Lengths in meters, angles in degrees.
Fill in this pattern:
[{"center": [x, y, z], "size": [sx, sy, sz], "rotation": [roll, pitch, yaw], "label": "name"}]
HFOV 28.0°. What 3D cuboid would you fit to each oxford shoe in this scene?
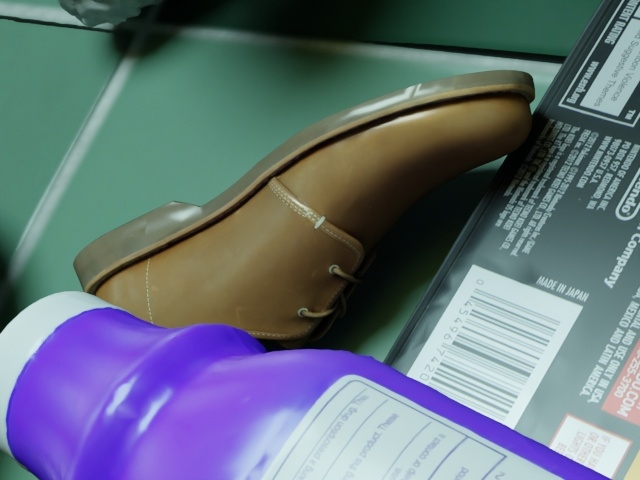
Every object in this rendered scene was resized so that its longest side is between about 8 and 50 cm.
[{"center": [0.000, 0.000, 0.520], "size": [0.212, 0.076, 0.076], "rotation": [-29, 72, 23], "label": "oxford shoe"}]

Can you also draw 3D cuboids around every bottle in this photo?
[{"center": [0.004, 0.096, 0.396], "size": [0.283, 0.092, 0.118], "rotation": [23, 76, 35], "label": "bottle"}]

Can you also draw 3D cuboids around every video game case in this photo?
[{"center": [0.161, 0.031, 0.441], "size": [0.248, 0.035, 0.275], "rotation": [22, 71, 35], "label": "video game case"}]

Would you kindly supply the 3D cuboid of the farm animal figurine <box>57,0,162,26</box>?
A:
[{"center": [-0.006, -0.255, 0.549], "size": [0.172, 0.330, 0.326], "rotation": [38, 78, 8], "label": "farm animal figurine"}]
